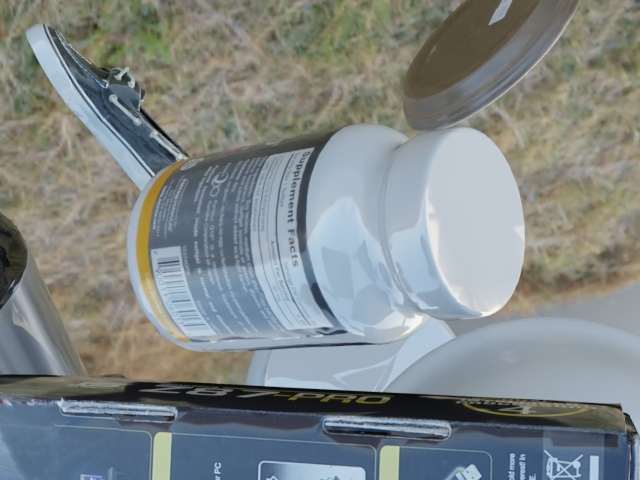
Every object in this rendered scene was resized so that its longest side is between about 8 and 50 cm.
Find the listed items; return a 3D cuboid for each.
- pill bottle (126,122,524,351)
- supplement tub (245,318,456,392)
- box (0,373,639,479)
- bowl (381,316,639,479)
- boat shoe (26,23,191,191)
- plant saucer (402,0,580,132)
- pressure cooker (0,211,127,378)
[{"bbox_3d":[0.000,0.000,0.887,0.278,0.162,0.162,-7,157,38],"label":"pill bottle"},{"bbox_3d":[0.034,0.170,1.276,0.235,0.235,0.325,-12,171,-6],"label":"supplement tub"},{"bbox_3d":[-0.024,0.265,0.529,0.318,0.395,0.097,1,179,11],"label":"box"},{"bbox_3d":[0.153,0.202,0.748,0.297,0.298,0.134,-18,-176,2],"label":"bowl"},{"bbox_3d":[-0.218,-0.148,1.233,0.070,0.078,0.219,-35,123,4],"label":"boat shoe"},{"bbox_3d":[0.201,-0.247,1.461,0.278,0.278,0.041,-36,112,27],"label":"plant saucer"},{"bbox_3d":[-0.410,0.205,1.245,0.369,0.375,0.420,-5,122,20],"label":"pressure cooker"}]
